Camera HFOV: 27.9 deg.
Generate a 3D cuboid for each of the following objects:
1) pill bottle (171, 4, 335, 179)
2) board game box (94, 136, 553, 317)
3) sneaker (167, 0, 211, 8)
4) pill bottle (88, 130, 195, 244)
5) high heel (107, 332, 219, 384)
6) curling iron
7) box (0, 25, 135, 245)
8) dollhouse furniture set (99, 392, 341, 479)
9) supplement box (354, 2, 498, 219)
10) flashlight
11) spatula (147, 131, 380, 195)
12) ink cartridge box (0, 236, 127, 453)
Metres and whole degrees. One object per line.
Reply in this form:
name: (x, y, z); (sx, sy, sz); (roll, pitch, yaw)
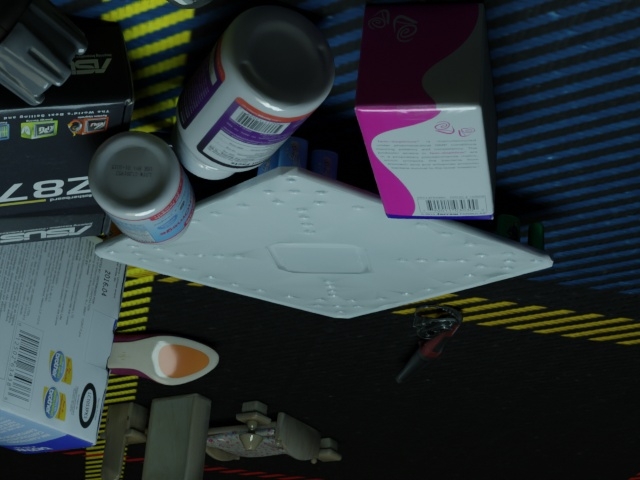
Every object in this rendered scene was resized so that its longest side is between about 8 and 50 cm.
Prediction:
pill bottle: (-0.072, -0.130, 1.210); (0.108, 0.108, 0.193); (15, 154, -21)
board game box: (0.000, 0.000, 1.493); (0.390, 0.050, 0.390); (17, 157, -35)
sneaker: (-0.088, -0.268, 0.892); (0.132, 0.086, 0.229); (-13, 132, 19)
pill bottle: (-0.171, -0.045, 1.272); (0.087, 0.087, 0.160); (3, 167, 4)
high heel: (-0.284, 0.178, 2.008); (0.244, 0.082, 0.117); (-6, -170, -10)
curling iron: (0.149, 0.154, 1.889); (0.068, 0.035, 0.274); (11, 155, -4)
box: (-0.397, -0.087, 1.272); (0.395, 0.097, 0.318); (-6, 160, -17)
dollhouse furniture set: (-0.184, 0.421, 2.378); (0.303, 0.174, 0.355); (-10, 151, 31)
supplement box: (0.105, -0.115, 1.206); (0.111, 0.114, 0.220); (1, 157, 11)
flashlight: (-0.311, -0.222, 0.961); (0.304, 0.103, 0.103); (40, 138, -23)
spatula: (-0.064, -0.073, 1.427); (0.296, 0.030, 0.084); (18, 155, -28)
ink cartridge box: (-0.395, 0.099, 1.580); (0.151, 0.270, 0.395); (-13, 150, 37)
